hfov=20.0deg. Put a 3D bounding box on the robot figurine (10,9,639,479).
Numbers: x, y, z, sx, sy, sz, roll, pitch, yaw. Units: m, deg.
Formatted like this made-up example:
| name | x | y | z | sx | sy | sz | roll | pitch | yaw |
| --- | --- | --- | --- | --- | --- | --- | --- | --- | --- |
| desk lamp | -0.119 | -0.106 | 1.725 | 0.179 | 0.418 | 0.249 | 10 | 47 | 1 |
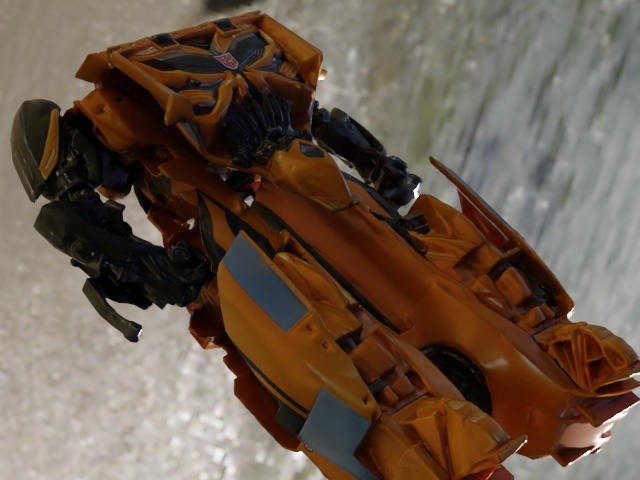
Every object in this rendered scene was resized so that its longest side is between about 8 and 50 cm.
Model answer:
| name | x | y | z | sx | sy | sz | roll | pitch | yaw |
| --- | --- | --- | --- | --- | --- | --- | --- | --- | --- |
| robot figurine | 0.000 | 0.000 | 0.816 | 0.211 | 0.291 | 0.085 | -23 | 151 | -48 |
